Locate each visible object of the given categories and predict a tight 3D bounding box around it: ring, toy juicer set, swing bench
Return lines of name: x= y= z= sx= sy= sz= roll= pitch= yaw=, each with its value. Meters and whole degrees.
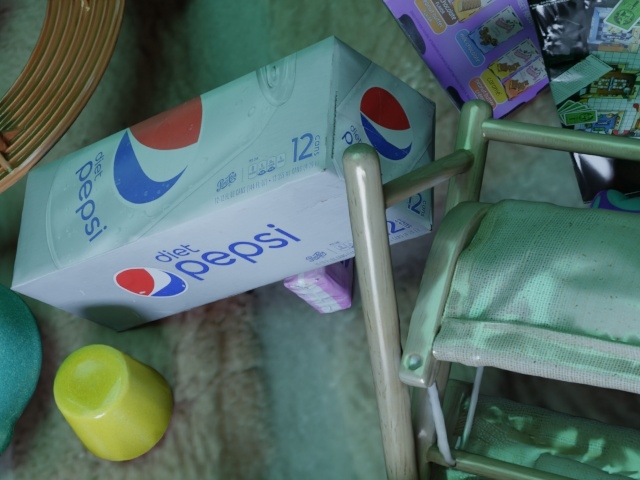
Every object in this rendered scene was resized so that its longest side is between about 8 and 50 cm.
ring: x=-0.298 y=-0.156 z=1.165 sx=0.336 sy=0.032 sz=0.336 roll=-9 pitch=63 yaw=17
toy juicer set: x=-0.276 y=0.114 z=1.094 sx=0.329 sy=0.089 sz=0.209 roll=26 pitch=75 yaw=25
swing bench: x=0.151 y=0.076 z=0.840 sx=0.253 sy=0.165 sz=0.254 roll=11 pitch=109 yaw=29

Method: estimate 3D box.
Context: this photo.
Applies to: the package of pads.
package of pads: x=0.000 y=0.000 z=1.039 sx=0.032 sy=0.050 sz=0.083 roll=-8 pitch=63 yaw=23

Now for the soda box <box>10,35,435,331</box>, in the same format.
soda box: x=-0.067 y=-0.026 z=1.007 sx=0.286 sy=0.098 sz=0.091 roll=-19 pitch=56 yaw=40

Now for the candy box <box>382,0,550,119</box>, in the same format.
candy box: x=0.134 y=-0.181 z=0.991 sx=0.196 sy=0.165 sz=0.070 roll=-35 pitch=53 yaw=6

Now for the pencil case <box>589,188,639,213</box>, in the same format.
pencil case: x=0.226 y=0.004 z=0.914 sx=0.152 sy=0.064 sz=0.070 roll=4 pitch=49 yaw=30

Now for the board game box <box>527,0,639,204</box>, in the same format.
board game box: x=0.261 y=-0.110 z=0.924 sx=0.260 sy=0.030 sz=0.136 roll=-11 pitch=106 yaw=21
